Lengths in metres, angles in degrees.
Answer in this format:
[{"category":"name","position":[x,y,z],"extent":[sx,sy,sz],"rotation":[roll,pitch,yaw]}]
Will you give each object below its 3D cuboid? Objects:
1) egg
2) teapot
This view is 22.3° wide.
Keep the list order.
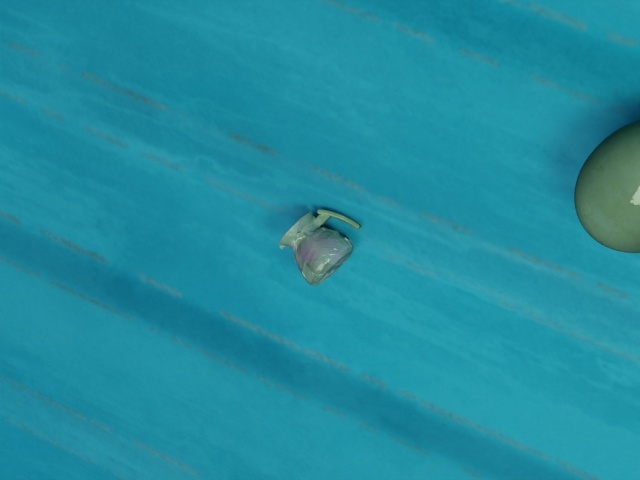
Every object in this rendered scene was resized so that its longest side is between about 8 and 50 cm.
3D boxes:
[{"category":"egg","position":[0.295,-0.051,1.444],"extent":[0.114,0.114,0.152],"rotation":[48,127,-4]},{"category":"teapot","position":[0.000,0.000,1.702],"extent":[0.064,0.064,0.083],"rotation":[45,100,8]}]
